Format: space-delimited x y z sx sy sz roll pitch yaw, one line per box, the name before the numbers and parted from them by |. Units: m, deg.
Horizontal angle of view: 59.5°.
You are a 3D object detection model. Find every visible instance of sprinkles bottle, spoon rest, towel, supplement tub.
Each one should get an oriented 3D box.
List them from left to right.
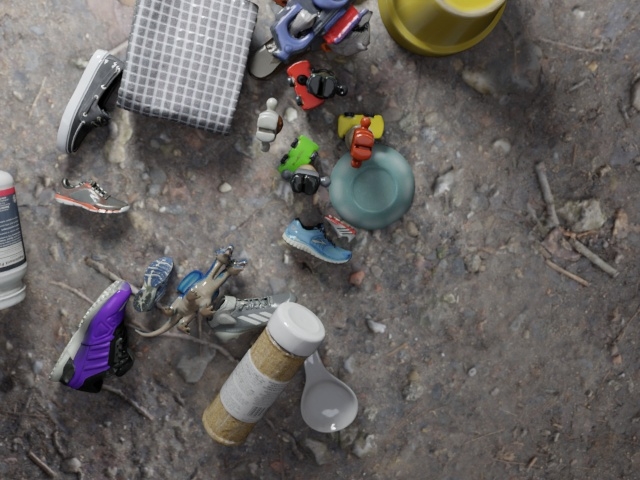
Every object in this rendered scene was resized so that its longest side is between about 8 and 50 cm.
supplement tub | -0.713 0.000 1.141 0.191 0.191 0.272 -2 103 -3
towel | -0.260 -0.369 1.103 0.235 0.121 0.283 12 102 -16
sprinkles bottle | -0.131 0.301 1.247 0.121 0.121 0.355 32 111 -10
spoon rest | -0.001 0.333 1.315 0.137 0.084 0.276 -19 103 1

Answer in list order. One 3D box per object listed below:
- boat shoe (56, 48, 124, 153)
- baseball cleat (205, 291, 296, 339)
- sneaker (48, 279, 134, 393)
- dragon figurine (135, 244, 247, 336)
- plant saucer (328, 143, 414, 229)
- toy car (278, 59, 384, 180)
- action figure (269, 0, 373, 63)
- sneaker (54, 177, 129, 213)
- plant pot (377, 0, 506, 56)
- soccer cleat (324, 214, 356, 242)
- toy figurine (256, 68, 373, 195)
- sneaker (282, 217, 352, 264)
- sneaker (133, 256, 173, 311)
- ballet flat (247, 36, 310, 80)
boat shoe | -0.465 -0.274 1.155 0.076 0.080 0.228 26 93 -7
baseball cleat | -0.159 0.155 1.261 0.206 0.072 0.109 -28 124 3
sneaker | -0.474 0.226 1.260 0.146 0.102 0.293 33 105 -12
dragon figurine | -0.280 0.125 1.249 0.289 0.144 0.085 -39 105 26
plant saucer | 0.116 -0.115 1.241 0.195 0.037 0.194 -1 104 -3
toy car | -0.013 -0.230 1.199 0.239 0.053 0.225 34 99 -9
action figure | -0.001 -0.502 1.055 0.341 0.178 0.330 -39 99 1
sneaker | -0.487 -0.098 1.201 0.158 0.061 0.064 12 96 -7
plant pot | 0.251 -0.486 1.060 0.254 0.239 0.254 -1 104 -3
soccer cleat | 0.041 -0.027 1.262 0.083 0.029 0.035 30 96 -14
toy figurine | -0.012 -0.212 1.108 0.209 0.148 0.213 -35 104 11
sneaker | 0.000 0.000 1.249 0.162 0.063 0.073 24 97 -9
sneaker | -0.370 0.100 1.261 0.052 0.058 0.135 26 79 16
ballet flat | -0.044 -0.414 1.159 0.250 0.058 0.084 -38 92 0
